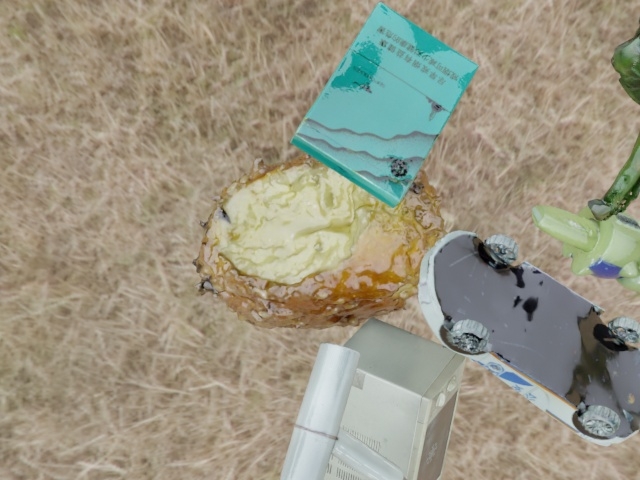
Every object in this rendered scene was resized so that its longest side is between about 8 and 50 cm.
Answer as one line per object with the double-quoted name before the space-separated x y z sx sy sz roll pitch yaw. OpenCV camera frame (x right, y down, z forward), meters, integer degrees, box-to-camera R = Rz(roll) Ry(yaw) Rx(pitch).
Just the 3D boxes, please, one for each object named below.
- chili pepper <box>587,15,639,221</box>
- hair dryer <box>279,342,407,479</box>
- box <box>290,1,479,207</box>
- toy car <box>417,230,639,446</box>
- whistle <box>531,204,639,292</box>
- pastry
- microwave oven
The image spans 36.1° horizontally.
"chili pepper" 0.183 -0.113 0.352 0.065 0.122 0.279 39 95 -9
"hair dryer" 0.046 0.197 0.964 0.044 0.183 0.155 7 75 49
"box" 0.085 -0.178 1.275 0.161 0.042 0.226 31 73 -2
"toy car" 0.156 0.070 0.717 0.205 0.056 0.095 32 56 -8
"whistle" 0.348 0.007 1.180 0.227 0.105 0.085 18 124 -22
"pastry" 0.014 0.001 1.578 0.405 0.337 0.292 -17 68 17
"microwave oven" 0.097 0.264 1.478 0.194 0.145 0.240 22 124 26
